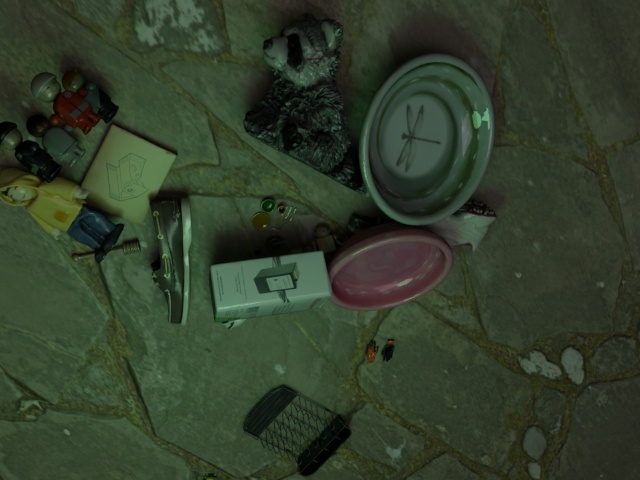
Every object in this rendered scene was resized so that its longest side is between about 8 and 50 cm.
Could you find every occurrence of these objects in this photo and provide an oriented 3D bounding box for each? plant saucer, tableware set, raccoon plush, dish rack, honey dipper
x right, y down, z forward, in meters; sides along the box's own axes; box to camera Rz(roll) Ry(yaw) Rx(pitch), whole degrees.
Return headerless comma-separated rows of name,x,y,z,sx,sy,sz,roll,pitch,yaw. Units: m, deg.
plant saucer,0.236,-0.239,1.750,0.401,0.100,0.400,-11,111,-30
tableware set,-0.125,-0.027,1.846,0.104,0.024,0.154,17,111,-21
raccoon plush,0.017,-0.315,1.696,0.446,0.216,0.299,23,95,-55
plant saucer,0.165,0.060,1.870,0.332,0.084,0.332,-10,146,-7
dish rack,-0.074,0.538,2.115,0.271,0.074,0.208,35,103,-26
honey dipper,-0.513,0.028,1.774,0.161,0.030,0.030,-10,118,-7

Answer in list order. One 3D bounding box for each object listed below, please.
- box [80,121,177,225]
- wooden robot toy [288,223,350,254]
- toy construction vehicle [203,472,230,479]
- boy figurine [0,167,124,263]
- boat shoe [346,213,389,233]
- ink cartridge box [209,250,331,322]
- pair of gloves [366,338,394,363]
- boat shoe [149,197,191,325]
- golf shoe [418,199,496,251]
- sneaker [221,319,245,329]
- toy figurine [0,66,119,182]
box,-0.445,-0.149,1.706,0.164,0.021,0.201,25,107,-24
wooden robot toy,0.000,0.000,1.882,0.173,0.076,0.079,-15,83,-7
toy construction vehicle,-0.319,0.726,2.169,0.098,0.035,0.085,12,112,-20
boy figurine,-0.581,-0.072,1.656,0.285,0.092,0.177,36,128,-23
boat shoe,0.145,-0.036,1.891,0.152,0.056,0.049,5,120,-16
ink cartridge box,-0.128,0.116,1.809,0.273,0.198,0.114,-7,76,-12
pair of gloves,0.168,0.312,2.098,0.083,0.010,0.074,-2,115,-16
boat shoe,-0.359,0.054,1.779,0.097,0.116,0.324,0,112,-12
golf shoe,0.299,-0.040,1.899,0.306,0.115,0.140,7,117,-16
sneaker,-0.206,0.195,1.934,0.109,0.040,0.043,-26,136,4
toy figurine,-0.543,-0.246,1.528,0.148,0.209,0.213,40,108,-11
